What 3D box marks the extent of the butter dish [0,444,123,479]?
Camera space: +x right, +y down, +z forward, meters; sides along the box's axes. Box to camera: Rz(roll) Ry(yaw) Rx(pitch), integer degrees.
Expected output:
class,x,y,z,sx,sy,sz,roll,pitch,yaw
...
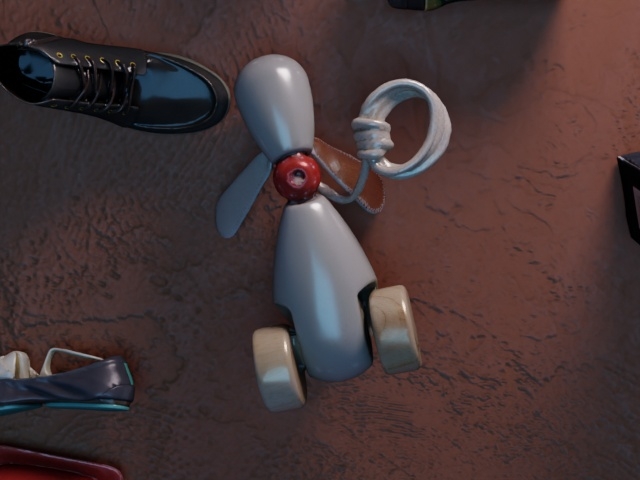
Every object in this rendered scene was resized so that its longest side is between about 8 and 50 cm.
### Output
class,x,y,z,sx,sy,sz,roll,pitch,yaw
butter dish,-0.298,0.312,1.174,0.159,0.118,0.160,11,104,-1

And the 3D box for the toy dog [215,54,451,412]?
class,x,y,z,sx,sy,sz,roll,pitch,yaw
toy dog,0.000,0.000,1.103,0.220,0.161,0.334,7,89,2

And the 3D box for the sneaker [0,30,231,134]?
class,x,y,z,sx,sy,sz,roll,pitch,yaw
sneaker,-0.198,-0.140,1.065,0.222,0.118,0.083,11,103,-2

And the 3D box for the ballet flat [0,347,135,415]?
class,x,y,z,sx,sy,sz,roll,pitch,yaw
ballet flat,-0.289,0.147,1.166,0.203,0.074,0.074,-5,103,8

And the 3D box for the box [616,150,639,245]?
class,x,y,z,sx,sy,sz,roll,pitch,yaw
box,0.380,-0.041,1.061,0.158,0.156,0.093,-12,104,3

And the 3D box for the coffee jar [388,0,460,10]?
class,x,y,z,sx,sy,sz,roll,pitch,yaw
coffee jar,0.149,-0.266,1.050,0.184,0.079,0.096,-4,106,1
